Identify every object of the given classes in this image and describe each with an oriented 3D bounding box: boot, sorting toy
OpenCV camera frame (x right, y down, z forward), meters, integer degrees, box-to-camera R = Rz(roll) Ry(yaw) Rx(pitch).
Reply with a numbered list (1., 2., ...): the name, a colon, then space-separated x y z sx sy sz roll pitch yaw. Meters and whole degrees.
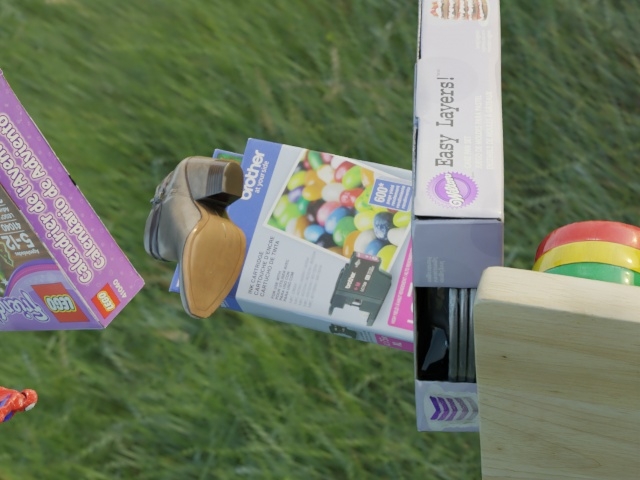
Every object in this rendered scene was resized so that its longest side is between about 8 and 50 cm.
1. boot: -0.086 0.000 0.898 0.087 0.042 0.118 -17 52 51
2. sorting toy: 0.228 0.090 0.818 0.257 0.255 0.089 9 55 15

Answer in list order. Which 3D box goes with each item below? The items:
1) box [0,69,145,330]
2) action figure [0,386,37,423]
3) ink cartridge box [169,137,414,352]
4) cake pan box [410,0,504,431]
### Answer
1. box: -0.293 -0.020 1.091 0.293 0.201 0.057 -5 36 45
2. action figure: -0.217 0.110 0.845 0.038 0.115 0.030 4 106 40
3. ink cartridge box: 0.000 0.000 1.507 0.311 0.065 0.185 12 73 15
4. cake pan box: 0.102 -0.022 1.058 0.070 0.245 0.267 -1 46 7
